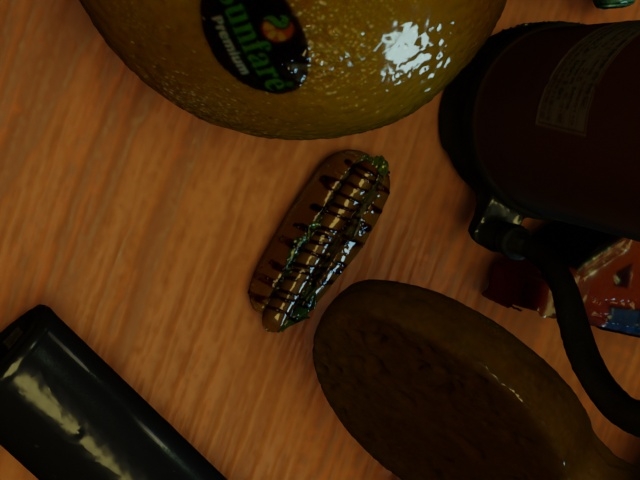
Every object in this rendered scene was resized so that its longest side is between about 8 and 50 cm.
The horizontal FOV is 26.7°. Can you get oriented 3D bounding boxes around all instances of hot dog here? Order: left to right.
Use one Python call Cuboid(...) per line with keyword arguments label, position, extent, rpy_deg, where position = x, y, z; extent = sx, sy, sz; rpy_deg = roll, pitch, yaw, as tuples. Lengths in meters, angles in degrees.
Cuboid(label="hot dog", position=(0.000, 0.000, 0.779), extent=(0.049, 0.037, 0.122), rpy_deg=(31, 87, -15))

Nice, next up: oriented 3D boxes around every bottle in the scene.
Cuboid(label="bottle", position=(-0.096, 0.145, 0.754), extent=(0.082, 0.072, 0.244), rpy_deg=(-45, 107, -2))

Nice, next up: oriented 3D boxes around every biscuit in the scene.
Cuboid(label="biscuit", position=(0.156, 0.178, 0.736), extent=(0.432, 0.283, 0.064), rpy_deg=(51, 57, -14))

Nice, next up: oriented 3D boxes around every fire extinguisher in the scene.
Cuboid(label="fire extinguisher", position=(0.168, -0.021, 0.645), extent=(0.113, 0.376, 0.200), rpy_deg=(5, 94, -16))

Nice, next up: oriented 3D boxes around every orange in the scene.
Cuboid(label="orange", position=(-0.015, -0.159, 0.657), extent=(0.236, 0.236, 0.236), rpy_deg=(-2, 99, -16))

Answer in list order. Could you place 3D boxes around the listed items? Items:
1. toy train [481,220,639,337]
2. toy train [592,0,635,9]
Cuboid(label="toy train", position=(0.304, 0.035, 0.846), extent=(0.410, 0.086, 0.089), rpy_deg=(10, 95, -17))
Cuboid(label="toy train", position=(0.148, -0.219, 0.774), extent=(0.100, 0.070, 0.171), rpy_deg=(-4, 99, -5))
